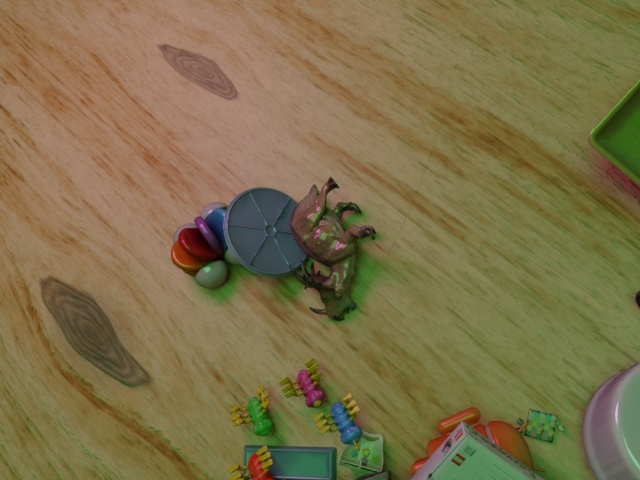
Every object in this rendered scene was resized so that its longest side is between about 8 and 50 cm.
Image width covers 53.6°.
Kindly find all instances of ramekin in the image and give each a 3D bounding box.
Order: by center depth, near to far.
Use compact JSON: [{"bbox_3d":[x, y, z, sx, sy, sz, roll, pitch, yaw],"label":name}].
[{"bbox_3d":[0.580,0.315,1.011,0.278,0.135,0.277,-3,61,6],"label":"ramekin"}]

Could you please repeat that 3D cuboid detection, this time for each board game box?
[{"bbox_3d":[0.291,0.456,1.026,0.305,0.053,0.193,37,103,-5],"label":"board game box"}]

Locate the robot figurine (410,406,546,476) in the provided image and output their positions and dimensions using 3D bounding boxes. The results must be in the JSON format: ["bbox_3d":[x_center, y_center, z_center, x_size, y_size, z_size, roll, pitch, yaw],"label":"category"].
[{"bbox_3d":[0.272,0.394,1.106,0.220,0.128,0.158,-21,34,8],"label":"robot figurine"}]

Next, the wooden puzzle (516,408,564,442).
[{"bbox_3d":[0.401,0.337,1.153,0.083,0.006,0.049,12,77,18],"label":"wooden puzzle"}]

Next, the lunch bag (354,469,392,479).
[{"bbox_3d":[0.032,0.550,1.100,0.287,0.169,0.235,-20,69,13],"label":"lunch bag"}]

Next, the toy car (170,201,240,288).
[{"bbox_3d":[-0.241,0.000,1.362,0.182,0.136,0.159,-38,67,1],"label":"toy car"}]

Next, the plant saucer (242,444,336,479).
[{"bbox_3d":[-0.064,0.439,1.242,0.192,0.018,0.067,-3,73,13],"label":"plant saucer"}]

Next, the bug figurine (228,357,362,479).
[{"bbox_3d":[-0.051,0.358,1.217,0.279,0.072,0.216,-32,49,5],"label":"bug figurine"}]

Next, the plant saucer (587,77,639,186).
[{"bbox_3d":[0.705,-0.202,1.136,0.333,0.081,0.332,41,99,1],"label":"plant saucer"}]

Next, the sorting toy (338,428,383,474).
[{"bbox_3d":[0.086,0.400,1.202,0.083,0.045,0.075,10,69,18],"label":"sorting toy"}]

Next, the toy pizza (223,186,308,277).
[{"bbox_3d":[-0.111,-0.017,1.340,0.202,0.032,0.201,10,67,-24],"label":"toy pizza"}]

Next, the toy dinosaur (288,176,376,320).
[{"bbox_3d":[0.000,0.000,1.310,0.200,0.127,0.295,-37,62,9],"label":"toy dinosaur"}]

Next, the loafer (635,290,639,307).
[{"bbox_3d":[0.689,0.173,1.076,0.095,0.109,0.302,-39,65,-4],"label":"loafer"}]
